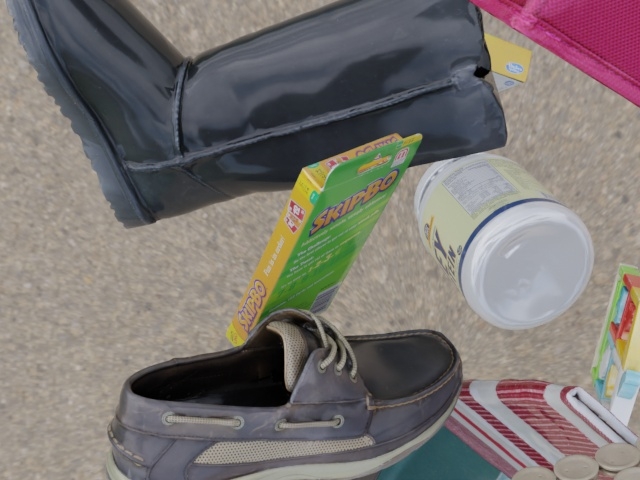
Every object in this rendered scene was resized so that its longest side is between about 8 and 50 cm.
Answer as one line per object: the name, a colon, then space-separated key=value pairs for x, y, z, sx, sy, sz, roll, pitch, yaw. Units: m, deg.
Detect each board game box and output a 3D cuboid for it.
board game box: x=0.000 y=0.000 z=0.931 sx=0.124 sy=0.259 sz=0.039 roll=-24 pitch=65 yaw=-41
board game box: x=0.190 y=-0.345 z=1.842 sx=0.317 sy=0.242 sz=0.064 roll=16 pitch=82 yaw=-19

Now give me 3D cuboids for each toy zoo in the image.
toy zoo: x=0.443 y=0.156 z=1.459 sx=0.030 sy=0.293 sz=0.192 roll=13 pitch=103 yaw=7

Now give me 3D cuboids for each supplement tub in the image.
supplement tub: x=0.313 y=-0.015 z=1.779 sx=0.236 sy=0.325 sz=0.235 roll=-6 pitch=117 yaw=-13

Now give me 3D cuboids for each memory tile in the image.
memory tile: x=0.234 y=0.200 z=0.790 sx=0.148 sy=0.113 sz=0.012 roll=-15 pitch=112 yaw=-4

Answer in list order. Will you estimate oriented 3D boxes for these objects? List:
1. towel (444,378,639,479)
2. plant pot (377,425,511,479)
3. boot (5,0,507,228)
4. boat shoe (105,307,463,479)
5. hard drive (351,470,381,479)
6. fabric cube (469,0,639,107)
towel: x=0.242 y=0.212 z=1.020 sx=0.237 sy=0.329 sz=0.037 roll=39 pitch=72 yaw=-12
plant pot: x=0.225 y=0.376 z=1.388 sx=0.293 sy=0.293 sz=0.196 roll=-46 pitch=104 yaw=-1
boot: x=-0.056 y=-0.209 z=1.045 sx=0.446 sy=0.367 sz=0.146 roll=-11 pitch=38 yaw=15
boat shoe: x=-0.016 y=0.137 z=0.890 sx=0.356 sy=0.130 sz=0.132 roll=-15 pitch=36 yaw=-29
hard drive: x=-0.013 y=0.258 z=1.095 sx=0.172 sy=0.254 sz=0.054 roll=-6 pitch=48 yaw=-28
fabric cube: x=0.189 y=-0.198 z=0.480 sx=0.259 sy=0.254 sz=0.258 roll=21 pitch=108 yaw=-33
